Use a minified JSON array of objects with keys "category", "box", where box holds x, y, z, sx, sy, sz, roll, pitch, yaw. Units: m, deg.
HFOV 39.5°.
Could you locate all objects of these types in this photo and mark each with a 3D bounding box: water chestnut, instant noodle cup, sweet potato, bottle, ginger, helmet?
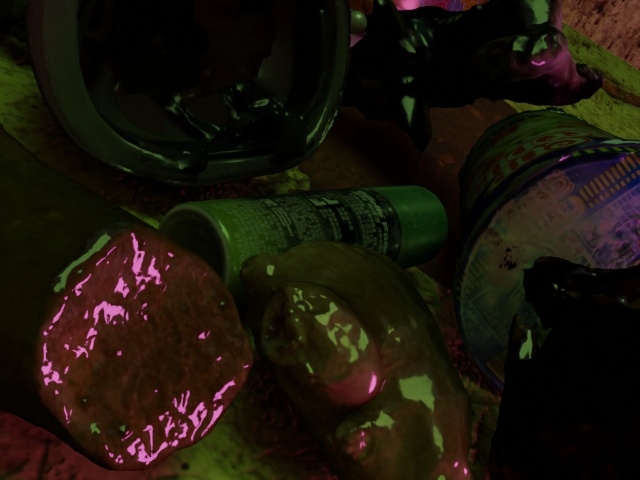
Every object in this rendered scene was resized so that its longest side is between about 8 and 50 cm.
[{"category":"water chestnut","box":[0.269,0.127,0.701,0.244,0.289,0.289,40,27,-8]},{"category":"instant noodle cup","box":[0.261,-0.009,0.947,0.284,0.284,0.312,27,20,-9]},{"category":"sweet potato","box":[-0.217,0.001,0.561,0.370,0.157,0.158,31,27,14]},{"category":"bottle","box":[0.000,0.000,0.821,0.093,0.093,0.330,46,31,25]},{"category":"ginger","box":[0.041,0.110,0.646,0.219,0.123,0.270,36,18,-41]},{"category":"helmet","box":[-0.141,-0.194,0.849,0.338,0.271,0.197,-6,17,-35]}]

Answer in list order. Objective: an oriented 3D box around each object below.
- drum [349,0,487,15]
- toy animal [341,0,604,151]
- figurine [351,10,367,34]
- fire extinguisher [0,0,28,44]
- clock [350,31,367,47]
[{"category":"drum","box":[0.101,-0.498,1.524,0.431,0.214,0.431,28,17,-9]},{"category":"toy animal","box":[0.160,-0.226,1.116,0.303,0.344,0.194,-41,119,-63]},{"category":"figurine","box":[-0.128,-0.290,1.092,0.370,0.167,0.281,27,24,9]},{"category":"fire extinguisher","box":[-0.379,-0.287,0.913,0.337,0.106,0.147,30,3,-5]},{"category":"clock","box":[0.017,-0.341,1.432,0.236,0.053,0.236,23,30,-14]}]
